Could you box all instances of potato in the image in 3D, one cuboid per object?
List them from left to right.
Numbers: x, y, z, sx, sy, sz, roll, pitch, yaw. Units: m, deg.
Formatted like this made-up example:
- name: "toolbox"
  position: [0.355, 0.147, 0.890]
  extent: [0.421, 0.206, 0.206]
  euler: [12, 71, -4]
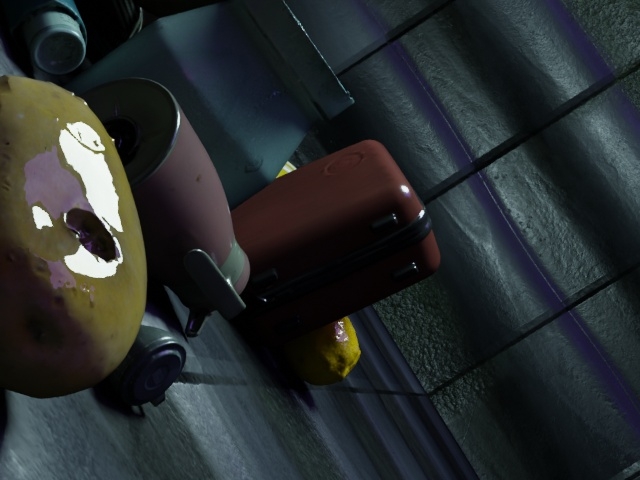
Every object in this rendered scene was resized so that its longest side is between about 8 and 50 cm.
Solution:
- name: "potato"
  position: [-0.187, -0.001, 0.715]
  extent: [0.150, 0.146, 0.234]
  euler: [7, 50, -24]

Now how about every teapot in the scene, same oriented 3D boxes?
- name: "teapot"
  position: [-0.149, 0.101, 0.912]
  extent: [0.057, 0.066, 0.088]
  euler: [41, -26, 29]

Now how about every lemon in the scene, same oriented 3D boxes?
- name: "lemon"
  position: [-0.007, 0.143, 1.611]
  extent: [0.155, 0.114, 0.114]
  euler: [55, 4, 27]

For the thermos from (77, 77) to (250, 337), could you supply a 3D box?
- name: "thermos"
  position: [-0.152, -0.017, 1.119]
  extent: [0.176, 0.146, 0.265]
  euler: [53, -4, 40]

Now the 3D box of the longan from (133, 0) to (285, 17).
- name: "longan"
  position: [-0.153, -0.427, 1.429]
  extent: [0.319, 0.319, 0.319]
  euler: [56, 5, -8]

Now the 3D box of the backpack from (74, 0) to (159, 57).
- name: "backpack"
  position: [-0.276, -0.426, 1.670]
  extent: [0.317, 0.283, 0.197]
  euler: [48, 4, 1]

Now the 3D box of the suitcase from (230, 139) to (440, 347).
- name: "suitcase"
  position: [0.000, 0.000, 1.541]
  extent: [0.236, 0.297, 0.161]
  euler: [-111, 176, -62]

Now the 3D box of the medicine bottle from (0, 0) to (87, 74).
- name: "medicine bottle"
  position: [-0.321, -0.299, 1.313]
  extent: [0.079, 0.124, 0.258]
  euler: [67, -2, -48]

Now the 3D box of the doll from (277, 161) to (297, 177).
- name: "doll"
  position: [-0.117, -0.092, 1.797]
  extent: [0.423, 0.161, 0.348]
  euler: [38, 15, -50]

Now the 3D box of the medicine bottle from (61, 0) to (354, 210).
- name: "medicine bottle"
  position: [-0.130, -0.163, 1.332]
  extent: [0.245, 0.290, 0.245]
  euler: [56, 5, -8]
